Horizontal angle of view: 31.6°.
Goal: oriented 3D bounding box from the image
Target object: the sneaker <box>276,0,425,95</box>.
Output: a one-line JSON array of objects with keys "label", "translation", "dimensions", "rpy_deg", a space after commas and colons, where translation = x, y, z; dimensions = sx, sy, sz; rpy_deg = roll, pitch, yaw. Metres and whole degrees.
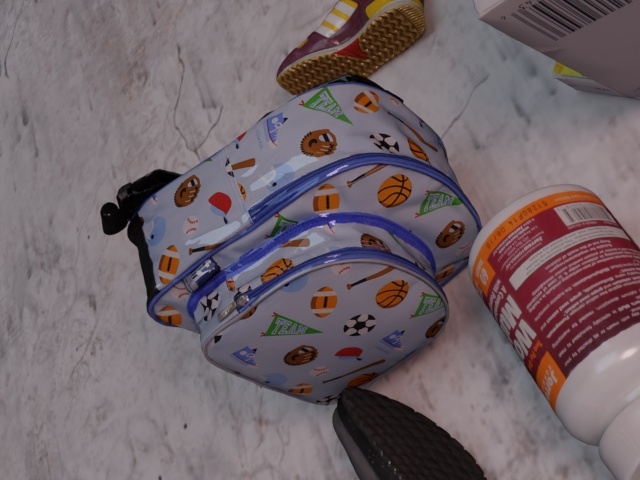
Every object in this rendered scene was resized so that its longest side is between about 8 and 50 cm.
[{"label": "sneaker", "translation": [0.031, -0.215, 1.170], "dimensions": [0.185, 0.069, 0.084], "rpy_deg": [-25, 49, 31]}]

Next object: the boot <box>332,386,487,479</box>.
[{"label": "boot", "translation": [0.059, 0.292, 0.901], "dimensions": [0.223, 0.118, 0.338], "rpy_deg": [-59, 38, 19]}]

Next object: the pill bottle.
[{"label": "pill bottle", "translation": [0.207, 0.071, 0.821], "dimensions": [0.121, 0.121, 0.221], "rpy_deg": [-48, 46, 22]}]

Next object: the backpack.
[{"label": "backpack", "translation": [0.000, 0.000, 0.978], "dimensions": [0.263, 0.276, 0.213], "rpy_deg": [-43, 52, 17]}]

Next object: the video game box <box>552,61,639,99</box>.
[{"label": "video game box", "translation": [0.298, -0.207, 0.891], "dimensions": [0.187, 0.048, 0.205], "rpy_deg": [20, 90, 46]}]

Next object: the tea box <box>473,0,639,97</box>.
[{"label": "tea box", "translation": [0.267, -0.323, 0.755], "dimensions": [0.329, 0.220, 0.324], "rpy_deg": [-24, 64, 39]}]
